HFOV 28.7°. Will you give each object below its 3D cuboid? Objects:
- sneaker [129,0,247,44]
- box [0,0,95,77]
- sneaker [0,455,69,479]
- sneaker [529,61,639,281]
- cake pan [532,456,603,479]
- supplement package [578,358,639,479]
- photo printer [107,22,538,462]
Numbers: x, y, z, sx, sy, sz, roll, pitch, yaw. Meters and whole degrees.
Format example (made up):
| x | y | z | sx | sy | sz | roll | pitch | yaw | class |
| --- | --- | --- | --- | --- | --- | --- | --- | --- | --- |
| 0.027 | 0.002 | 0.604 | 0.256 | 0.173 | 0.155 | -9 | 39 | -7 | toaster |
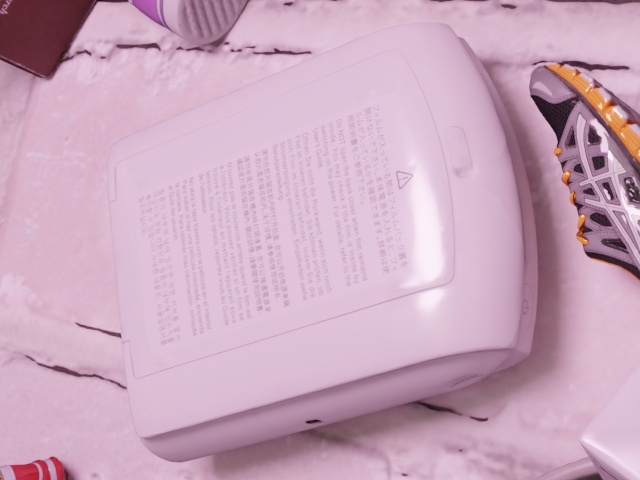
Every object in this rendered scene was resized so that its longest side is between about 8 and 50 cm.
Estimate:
| x | y | z | sx | sy | sz | roll | pitch | yaw | class |
| --- | --- | --- | --- | --- | --- | --- | --- | --- | --- |
| -0.090 | -0.318 | 1.027 | 0.161 | 0.102 | 0.282 | 39 | 99 | 36 | sneaker |
| -0.370 | -0.286 | 1.025 | 0.191 | 0.381 | 0.143 | 38 | 97 | 33 | box |
| -0.245 | 0.215 | 1.028 | 0.118 | 0.067 | 0.042 | -54 | 53 | 47 | sneaker |
| 0.190 | -0.028 | 0.784 | 0.083 | 0.084 | 0.215 | -44 | 59 | 21 | sneaker |
| 0.197 | 0.270 | 0.718 | 0.293 | 0.054 | 0.293 | -9 | 73 | 30 | cake pan |
| 0.294 | 0.073 | 0.612 | 0.204 | 0.145 | 0.262 | 36 | 82 | 32 | supplement package |
| 0.000 | 0.000 | 0.881 | 0.307 | 0.107 | 0.256 | -20 | 68 | 27 | photo printer |
